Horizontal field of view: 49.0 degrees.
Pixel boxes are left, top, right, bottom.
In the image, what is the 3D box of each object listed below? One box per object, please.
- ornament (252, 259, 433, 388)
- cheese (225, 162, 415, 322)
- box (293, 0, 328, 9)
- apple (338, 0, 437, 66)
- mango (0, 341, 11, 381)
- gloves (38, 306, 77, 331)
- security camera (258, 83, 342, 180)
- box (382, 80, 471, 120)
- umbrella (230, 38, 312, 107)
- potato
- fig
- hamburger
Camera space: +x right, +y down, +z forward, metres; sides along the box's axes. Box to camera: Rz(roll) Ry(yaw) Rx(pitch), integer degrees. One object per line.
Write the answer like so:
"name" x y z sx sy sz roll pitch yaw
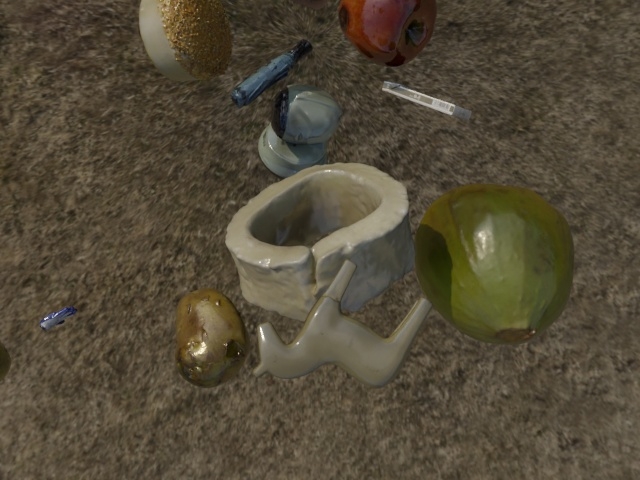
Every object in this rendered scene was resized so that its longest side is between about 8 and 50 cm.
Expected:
"ornament" 0.026 0.152 1.123 0.230 0.061 0.245 31 77 2
"cheese" 0.001 -0.001 1.300 0.332 0.292 0.153 -34 131 -21
"box" -0.038 -0.433 1.210 0.115 0.025 0.048 11 152 -35
"apple" 0.151 -0.523 1.630 0.230 0.230 0.230 0 106 -1
"mango" -0.524 0.167 1.047 0.122 0.191 0.085 28 83 13
"gloves" -0.595 0.176 1.594 0.086 0.064 0.026 -34 80 -15
"security camera" -0.053 -0.295 1.854 0.191 0.277 0.197 9 62 -11
"box" 0.254 -0.335 1.681 0.198 0.109 0.029 27 105 29
"umbrella" -0.114 -0.402 1.691 0.250 0.052 0.053 -41 125 -20
"potato" -0.186 0.166 1.195 0.137 0.137 0.176 -4 61 -2
"fig" 0.357 0.058 1.447 0.343 0.343 0.343 0 106 -1
"hamburger" -0.343 -0.558 1.854 0.179 0.294 0.276 -7 93 19
